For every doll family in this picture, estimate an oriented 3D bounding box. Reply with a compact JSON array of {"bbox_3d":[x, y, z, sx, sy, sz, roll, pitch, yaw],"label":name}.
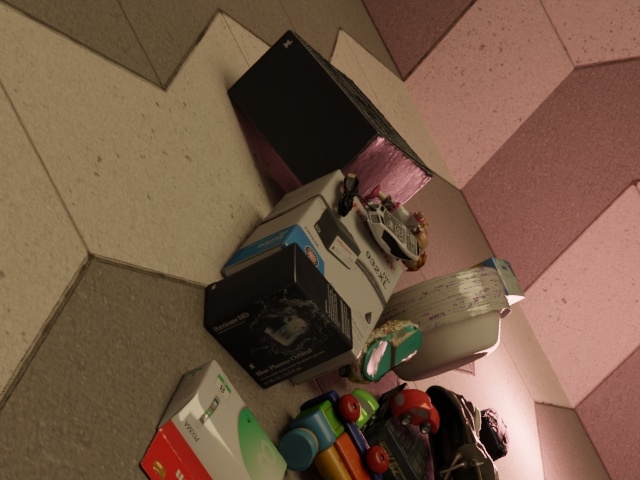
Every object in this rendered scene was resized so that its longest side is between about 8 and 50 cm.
[{"bbox_3d":[0.100,0.014,2.124,0.163,0.263,0.118,43,27,-5],"label":"doll family"}]

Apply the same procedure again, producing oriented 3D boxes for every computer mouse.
[{"bbox_3d":[0.095,-0.025,1.978,0.193,0.042,0.106,44,27,-25],"label":"computer mouse"}]

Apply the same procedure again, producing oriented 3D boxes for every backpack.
[{"bbox_3d":[0.358,0.419,2.561,0.105,0.084,0.114,63,22,-2],"label":"backpack"}]

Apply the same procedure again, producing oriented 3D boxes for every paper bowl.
[{"bbox_3d":[0.219,0.165,2.204,0.284,0.284,0.148,16,51,-67],"label":"paper bowl"}]

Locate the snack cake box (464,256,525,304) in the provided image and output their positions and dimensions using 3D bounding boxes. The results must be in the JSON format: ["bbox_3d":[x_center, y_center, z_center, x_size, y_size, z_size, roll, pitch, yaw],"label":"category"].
[{"bbox_3d":[0.274,0.133,2.442,0.089,0.264,0.152,66,17,12],"label":"snack cake box"}]

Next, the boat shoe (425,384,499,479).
[{"bbox_3d":[0.229,0.367,2.053,0.095,0.112,0.335,38,19,-16],"label":"boat shoe"}]

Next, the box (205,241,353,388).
[{"bbox_3d":[-0.059,0.111,1.706,0.158,0.156,0.093,51,22,-32],"label":"box"}]

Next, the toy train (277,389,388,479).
[{"bbox_3d":[0.033,0.355,1.716,0.248,0.105,0.143,62,28,-2],"label":"toy train"}]

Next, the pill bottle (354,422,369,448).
[{"bbox_3d":[0.028,0.299,1.822,0.120,0.067,0.067,62,17,-3],"label":"pill bottle"}]

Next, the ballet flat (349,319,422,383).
[{"bbox_3d":[0.091,0.183,1.971,0.241,0.077,0.091,-9,108,-62],"label":"ballet flat"}]

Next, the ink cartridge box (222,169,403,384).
[{"bbox_3d":[-0.003,0.051,1.923,0.223,0.129,0.307,58,28,-13],"label":"ink cartridge box"}]

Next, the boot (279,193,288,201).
[{"bbox_3d":[0.000,0.000,2.205,0.198,0.077,0.137,54,19,17],"label":"boot"}]

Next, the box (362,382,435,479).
[{"bbox_3d":[0.157,0.373,2.093,0.183,0.059,0.233,59,18,-4],"label":"box"}]

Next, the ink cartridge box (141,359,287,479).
[{"bbox_3d":[-0.125,0.273,1.452,0.181,0.056,0.224,58,16,-14],"label":"ink cartridge box"}]

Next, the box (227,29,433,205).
[{"bbox_3d":[0.020,-0.204,2.266,0.296,0.183,0.294,52,10,26],"label":"box"}]

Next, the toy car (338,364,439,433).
[{"bbox_3d":[0.088,0.257,1.967,0.239,0.053,0.225,39,24,10],"label":"toy car"}]
